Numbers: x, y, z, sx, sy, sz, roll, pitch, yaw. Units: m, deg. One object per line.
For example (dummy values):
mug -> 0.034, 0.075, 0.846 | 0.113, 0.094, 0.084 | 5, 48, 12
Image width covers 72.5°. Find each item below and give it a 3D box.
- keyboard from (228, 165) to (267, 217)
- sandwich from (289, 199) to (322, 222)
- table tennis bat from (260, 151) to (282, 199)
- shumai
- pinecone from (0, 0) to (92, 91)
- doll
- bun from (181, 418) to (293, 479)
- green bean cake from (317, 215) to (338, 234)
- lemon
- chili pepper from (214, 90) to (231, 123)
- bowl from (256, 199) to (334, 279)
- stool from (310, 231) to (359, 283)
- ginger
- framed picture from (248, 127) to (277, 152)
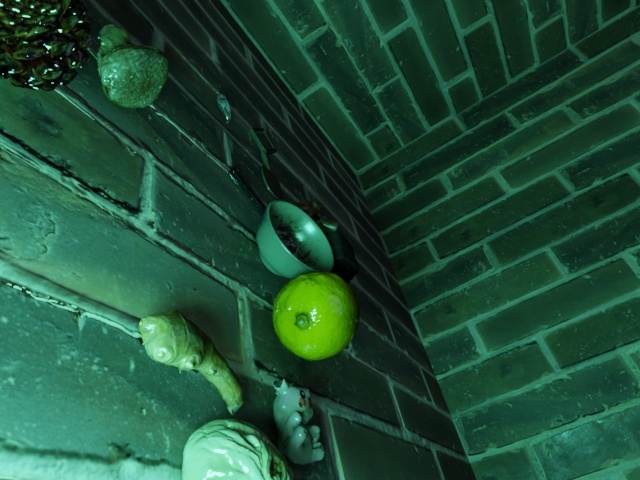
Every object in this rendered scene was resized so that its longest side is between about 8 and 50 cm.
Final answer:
keyboard -> -0.245, -0.156, 1.572 | 0.250, 0.017, 0.087 | 53, 19, -21
sandwich -> -0.060, -0.101, 1.791 | 0.109, 0.160, 0.185 | 49, -2, 38
table tennis bat -> -0.218, -0.279, 1.862 | 0.138, 0.022, 0.247 | 36, 32, -57
shumai -> -0.501, -0.443, 1.118 | 0.153, 0.161, 0.209 | 34, 50, 5
pinecone -> -0.525, -0.377, 0.797 | 0.221, 0.221, 0.221 | 53, 18, -25
doll -> -0.058, 0.425, 1.026 | 0.149, 0.095, 0.192 | 54, 15, -41
bun -> -0.128, 0.413, 0.758 | 0.229, 0.145, 0.229 | 48, 22, -27
green bean cake -> 0.000, 0.000, 1.751 | 0.085, 0.179, 0.109 | 25, 13, 0
lemon -> -0.010, 0.211, 1.252 | 0.261, 0.260, 0.284 | 56, 15, -15
chili pepper -> -0.387, -0.538, 1.749 | 0.050, 0.041, 0.153 | -14, 70, -29
bowl -> -0.106, 0.024, 1.417 | 0.289, 0.146, 0.289 | 39, 26, -23
stool -> 0.020, 0.086, 1.613 | 0.232, 0.232, 0.141 | 43, 26, -47
ginger -> -0.233, 0.238, 0.847 | 0.295, 0.086, 0.131 | 56, -6, -31
framed picture -> -0.263, -0.458, 2.009 | 0.128, 0.023, 0.168 | 59, 16, -5
